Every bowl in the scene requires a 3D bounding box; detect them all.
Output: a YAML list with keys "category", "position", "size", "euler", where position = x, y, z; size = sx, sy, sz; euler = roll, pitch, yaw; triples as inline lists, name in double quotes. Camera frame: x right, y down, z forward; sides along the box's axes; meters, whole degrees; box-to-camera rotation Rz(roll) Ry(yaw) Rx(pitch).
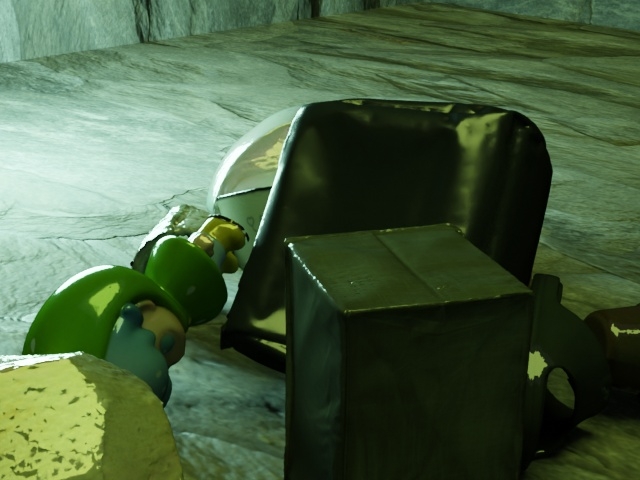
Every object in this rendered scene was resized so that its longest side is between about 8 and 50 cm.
- category: "bowl"
  position: [0.000, 0.000, 1.291]
  size: [0.238, 0.126, 0.238]
  euler: [-4, 0, 0]

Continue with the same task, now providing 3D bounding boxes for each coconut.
- category: "coconut"
  position: [-0.217, 0.177, 0.753]
  size: [0.237, 0.197, 0.237]
  euler: [-10, 5, 1]

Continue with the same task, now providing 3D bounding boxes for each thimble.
- category: "thimble"
  position: [-0.163, 0.024, 1.286]
  size: [0.102, 0.115, 0.090]
  euler: [13, 20, 2]

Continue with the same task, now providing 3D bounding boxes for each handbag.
- category: "handbag"
  position: [0.070, 0.020, 1.103]
  size: [0.275, 0.301, 0.178]
  euler: [6, -21, 27]

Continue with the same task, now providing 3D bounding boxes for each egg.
- category: "egg"
  position: [-0.028, -0.108, 1.529]
  size: [0.271, 0.161, 0.206]
  euler: [4, 9, -26]

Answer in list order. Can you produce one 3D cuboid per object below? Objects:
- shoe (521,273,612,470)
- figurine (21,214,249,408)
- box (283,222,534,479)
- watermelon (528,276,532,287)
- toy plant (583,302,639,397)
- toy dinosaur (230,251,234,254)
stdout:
- category: "shoe"
  position: [0.227, 0.116, 1.034]
  size: [0.093, 0.108, 0.241]
  euler: [12, 30, 8]
- category: "figurine"
  position: [-0.171, 0.078, 1.041]
  size: [0.143, 0.162, 0.263]
  euler: [38, 55, 7]
- category: "box"
  position: [0.062, 0.123, 0.856]
  size: [0.155, 0.231, 0.149]
  euler: [-5, 21, -17]
- category: "watermelon"
  position: [0.188, -0.020, 1.374]
  size: [0.128, 0.146, 0.231]
  euler: [-14, 27, -34]
- category: "toy plant"
  position: [0.355, 0.111, 1.095]
  size: [0.200, 0.105, 0.143]
  euler: [9, 16, -15]
- category: "toy dinosaur"
  position: [-0.097, 0.000, 1.474]
  size: [0.180, 0.037, 0.058]
  euler: [-22, 42, -35]
